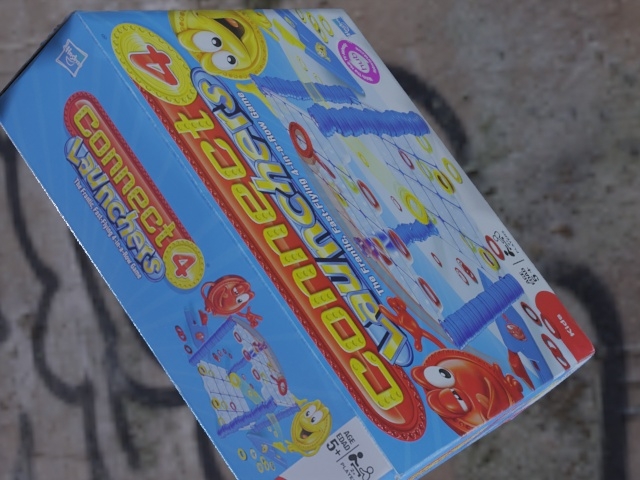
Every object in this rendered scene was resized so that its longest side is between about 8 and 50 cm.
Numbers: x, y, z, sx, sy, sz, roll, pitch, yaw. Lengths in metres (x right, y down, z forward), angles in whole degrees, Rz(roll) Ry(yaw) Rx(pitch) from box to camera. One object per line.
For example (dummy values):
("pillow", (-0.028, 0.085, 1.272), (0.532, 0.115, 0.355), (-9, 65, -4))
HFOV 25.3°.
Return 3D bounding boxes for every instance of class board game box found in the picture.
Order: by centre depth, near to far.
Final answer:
("board game box", (0.000, 0.000, 0.875), (0.086, 0.308, 0.302), (-41, 168, 28))
